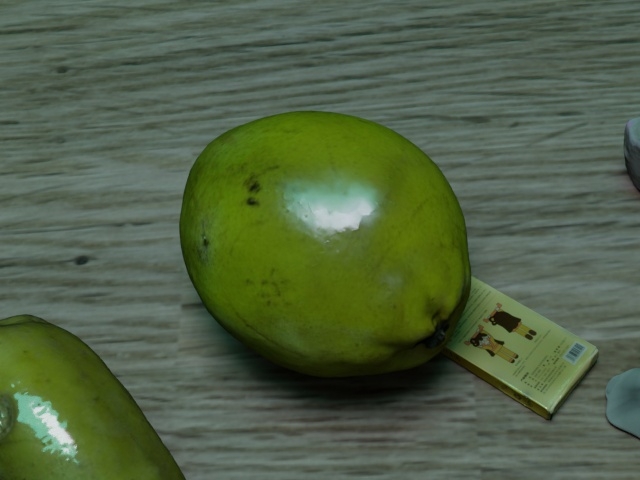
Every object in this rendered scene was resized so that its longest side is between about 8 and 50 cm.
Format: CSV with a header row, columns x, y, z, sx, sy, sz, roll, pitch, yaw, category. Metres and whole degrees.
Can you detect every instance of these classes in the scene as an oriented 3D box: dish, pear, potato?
x,y,z,sx,sy,sz,roll,pitch,yaw,category
0.285,0.133,0.972,0.137,0.039,0.091,25,61,23,dish
0.000,0.000,1.013,0.212,0.212,0.269,-41,58,-20,pear
-0.198,0.162,0.935,0.148,0.197,0.228,-33,89,-10,potato

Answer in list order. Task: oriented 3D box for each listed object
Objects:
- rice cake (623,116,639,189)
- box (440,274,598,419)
x,y,z,sx,sy,sz,roll,pitch,yaw,category
0.402,0.021,1.020,0.064,0.070,0.399,-35,57,-18,rice cake
0.148,0.082,1.044,0.149,0.020,0.073,32,65,28,box
